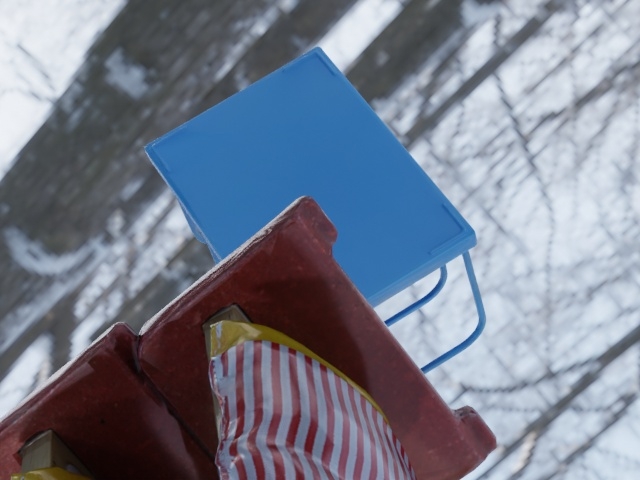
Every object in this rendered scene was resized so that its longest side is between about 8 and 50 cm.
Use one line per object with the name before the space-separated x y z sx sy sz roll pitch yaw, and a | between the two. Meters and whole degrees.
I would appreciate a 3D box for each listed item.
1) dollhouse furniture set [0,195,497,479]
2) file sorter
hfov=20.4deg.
dollhouse furniture set | 0.049 0.193 0.567 0.374 0.152 0.201 52 -171 -25
file sorter | 0.000 0.000 1.011 0.170 0.118 0.104 53 169 36
